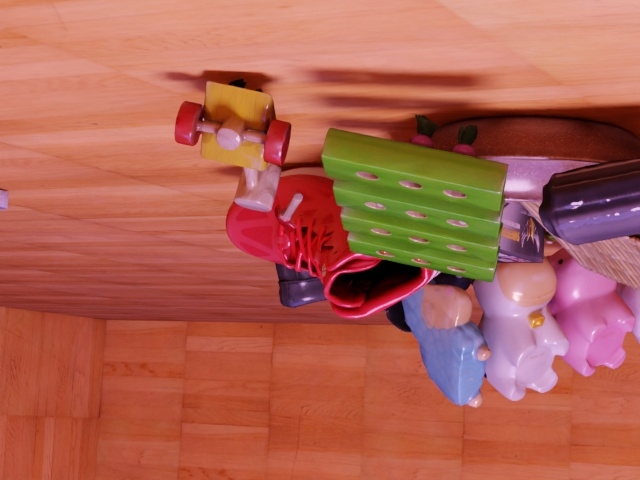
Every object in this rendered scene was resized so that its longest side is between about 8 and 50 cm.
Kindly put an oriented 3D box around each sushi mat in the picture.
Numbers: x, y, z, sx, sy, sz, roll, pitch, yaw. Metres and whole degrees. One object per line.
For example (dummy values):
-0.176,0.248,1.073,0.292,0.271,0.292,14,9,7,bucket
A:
0.271,0.012,1.339,0.151,0.019,0.316,25,177,25,sushi mat

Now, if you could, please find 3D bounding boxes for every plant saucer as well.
0.149,-0.057,1.046,0.199,0.036,0.198,2,173,0,plant saucer

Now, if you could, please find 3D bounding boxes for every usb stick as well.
0.274,-0.040,0.916,0.278,0.045,0.077,-10,160,22,usb stick

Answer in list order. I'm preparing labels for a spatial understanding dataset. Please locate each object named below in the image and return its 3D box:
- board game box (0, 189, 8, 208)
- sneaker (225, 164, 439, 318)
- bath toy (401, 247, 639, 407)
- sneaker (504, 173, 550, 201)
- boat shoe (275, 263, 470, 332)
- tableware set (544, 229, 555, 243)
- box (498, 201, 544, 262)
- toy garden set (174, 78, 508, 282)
-0.368,-0.045,1.448,0.090,0.020,0.090,-1,172,23,board game box
0.000,0.000,1.169,0.221,0.087,0.128,-2,-159,29,sneaker
0.258,0.067,1.571,0.348,0.151,0.129,-8,-144,-31,bath toy
0.143,-0.049,1.165,0.083,0.032,0.037,11,-178,17,sneaker
0.086,0.041,1.592,0.127,0.113,0.340,-4,171,45,boat shoe
0.184,-0.009,1.506,0.104,0.024,0.154,-1,173,33,tableware set
0.077,-0.017,1.337,0.183,0.056,0.231,-1,172,29,box
0.023,-0.041,0.980,0.204,0.049,0.244,12,168,8,toy garden set
